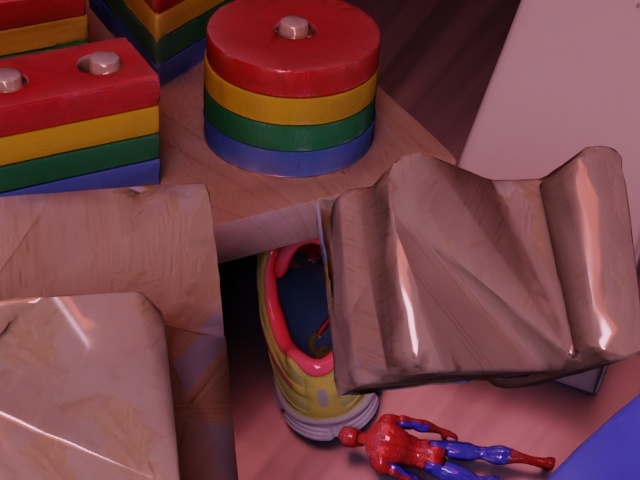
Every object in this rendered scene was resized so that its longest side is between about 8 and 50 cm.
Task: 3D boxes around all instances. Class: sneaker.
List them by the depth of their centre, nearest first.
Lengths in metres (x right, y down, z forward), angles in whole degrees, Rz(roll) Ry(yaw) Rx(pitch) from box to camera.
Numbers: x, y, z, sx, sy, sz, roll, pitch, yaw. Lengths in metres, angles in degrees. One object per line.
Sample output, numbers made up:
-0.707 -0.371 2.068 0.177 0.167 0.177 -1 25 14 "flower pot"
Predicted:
0.000 0.000 0.765 0.081 0.094 0.208 -10 66 3 "sneaker"

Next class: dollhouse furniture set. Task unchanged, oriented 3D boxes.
-0.085 0.184 0.486 0.362 0.256 0.394 -4 80 -12 "dollhouse furniture set"

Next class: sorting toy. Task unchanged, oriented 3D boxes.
-0.097 -0.095 0.724 0.255 0.089 0.257 -15 39 -24 "sorting toy"

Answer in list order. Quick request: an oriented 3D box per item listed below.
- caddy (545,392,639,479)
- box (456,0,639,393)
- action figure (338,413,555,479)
0.239 0.135 0.602 0.341 0.241 0.179 -36 64 -9 "caddy"
0.150 -0.064 0.775 0.113 0.094 0.275 19 71 14 "box"
0.066 0.118 0.737 0.115 0.030 0.038 15 73 -1 "action figure"
